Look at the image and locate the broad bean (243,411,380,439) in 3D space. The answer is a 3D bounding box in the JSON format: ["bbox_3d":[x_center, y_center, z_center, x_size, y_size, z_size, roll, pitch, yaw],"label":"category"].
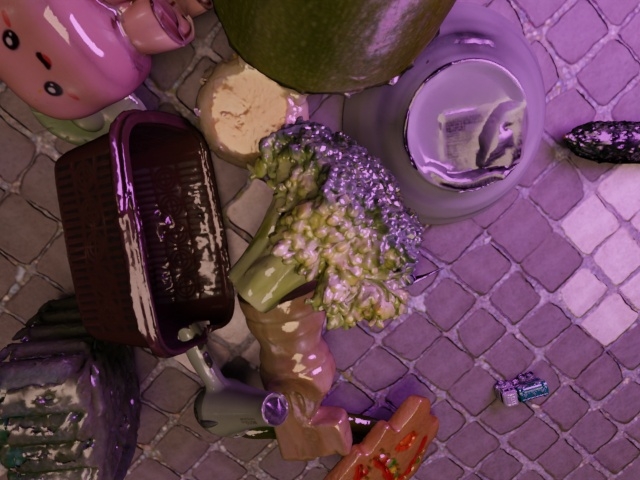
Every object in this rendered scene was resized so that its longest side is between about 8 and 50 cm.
[{"bbox_3d":[0.003,0.316,0.866,0.297,0.043,0.060,3,117,-8],"label":"broad bean"}]

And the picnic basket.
[{"bbox_3d":[-0.225,-0.008,0.654,0.129,0.222,0.297,-7,95,18],"label":"picnic basket"}]

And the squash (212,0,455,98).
[{"bbox_3d":[0.029,-0.327,0.480,0.309,0.309,0.311,0,90,-6],"label":"squash"}]

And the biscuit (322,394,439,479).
[{"bbox_3d":[0.106,0.362,0.836,0.238,0.041,0.212,-20,129,-27],"label":"biscuit"}]

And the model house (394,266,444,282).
[{"bbox_3d":[0.084,0.041,0.750,0.166,0.117,0.088,-24,84,-17],"label":"model house"}]

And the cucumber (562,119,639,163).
[{"bbox_3d":[0.496,-0.149,0.750,0.299,0.072,0.072,-2,108,-5],"label":"cucumber"}]

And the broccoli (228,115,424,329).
[{"bbox_3d":[0.000,0.000,0.631,0.243,0.247,0.263,-41,84,10],"label":"broccoli"}]

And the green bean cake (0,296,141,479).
[{"bbox_3d":[-0.332,0.226,0.699,0.131,0.241,0.255,-7,108,-9],"label":"green bean cake"}]

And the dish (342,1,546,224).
[{"bbox_3d":[0.188,-0.162,0.695,0.316,0.106,0.317,-2,108,-5],"label":"dish"}]

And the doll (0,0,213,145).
[{"bbox_3d":[-0.285,-0.251,0.598,0.268,0.217,0.284,-14,130,22],"label":"doll"}]

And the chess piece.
[{"bbox_3d":[-0.036,0.204,0.769,0.137,0.137,0.301,-10,105,-2],"label":"chess piece"}]

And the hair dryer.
[{"bbox_3d":[-0.144,0.182,0.728,0.092,0.229,0.267,-32,113,-38],"label":"hair dryer"}]

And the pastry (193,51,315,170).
[{"bbox_3d":[-0.090,-0.170,0.675,0.165,0.088,0.166,-2,107,-8],"label":"pastry"}]

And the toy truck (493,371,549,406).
[{"bbox_3d":[0.352,0.263,0.882,0.083,0.044,0.039,-16,106,0],"label":"toy truck"}]
